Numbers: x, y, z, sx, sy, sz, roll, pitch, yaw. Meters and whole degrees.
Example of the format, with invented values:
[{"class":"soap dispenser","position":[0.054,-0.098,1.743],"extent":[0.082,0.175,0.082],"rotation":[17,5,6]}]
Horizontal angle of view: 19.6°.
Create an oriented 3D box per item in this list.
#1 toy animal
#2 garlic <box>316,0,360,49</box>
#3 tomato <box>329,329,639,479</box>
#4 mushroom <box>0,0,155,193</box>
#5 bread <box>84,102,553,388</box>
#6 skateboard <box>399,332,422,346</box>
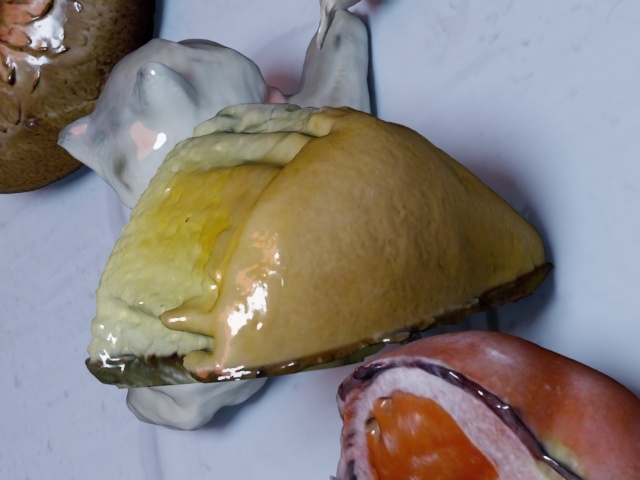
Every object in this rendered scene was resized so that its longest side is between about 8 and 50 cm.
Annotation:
[{"class":"toy animal","position":[-0.111,-0.002,1.322],"extent":[0.308,0.188,0.266],"rotation":[-22,74,41]},{"class":"garlic","position":[0.030,-0.211,1.284],"extent":[0.084,0.066,0.152],"rotation":[114,159,-49]},{"class":"tomato","position":[0.119,0.137,1.052],"extent":[0.228,0.112,0.199],"rotation":[47,143,5]},{"class":"mushroom","position":[-0.261,-0.188,1.545],"extent":[0.278,0.163,0.297],"rotation":[13,93,50]},{"class":"bread","position":[0.000,0.000,1.116],"extent":[0.204,0.262,0.163],"rotation":[7,113,47]},{"class":"skateboard","position":[0.042,0.091,1.231],"extent":[0.064,0.032,0.083],"rotation":[39,109,57]}]
